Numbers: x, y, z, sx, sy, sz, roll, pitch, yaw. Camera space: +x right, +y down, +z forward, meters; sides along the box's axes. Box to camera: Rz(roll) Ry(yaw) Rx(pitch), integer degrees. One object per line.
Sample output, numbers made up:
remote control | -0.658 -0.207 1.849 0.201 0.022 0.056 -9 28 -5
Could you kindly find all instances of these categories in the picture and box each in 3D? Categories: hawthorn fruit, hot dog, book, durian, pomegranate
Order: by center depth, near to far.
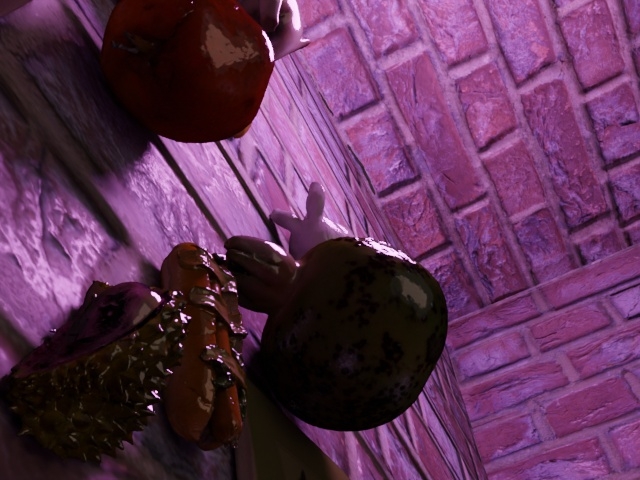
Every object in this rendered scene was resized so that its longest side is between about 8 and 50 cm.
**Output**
durian | -0.148 0.097 0.542 0.119 0.108 0.187 62 12 -15
hot dog | -0.123 0.108 0.737 0.109 0.072 0.270 50 18 -46
book | -0.009 0.343 0.856 0.352 0.035 0.239 55 14 -41
hawthorn fruit | -0.183 -0.227 0.862 0.211 0.211 0.299 66 22 2
pomegranate | -0.002 0.103 0.938 0.340 0.285 0.285 30 22 -13

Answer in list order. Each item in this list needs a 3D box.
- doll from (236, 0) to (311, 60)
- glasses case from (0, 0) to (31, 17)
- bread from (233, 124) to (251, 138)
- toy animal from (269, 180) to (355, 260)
doll | -0.178 -0.569 1.542 0.371 0.214 0.226 59 -3 -18
glasses case | -0.333 -0.345 0.537 0.336 0.143 0.076 51 18 -48
bread | -0.161 -0.252 1.340 0.082 0.056 0.115 60 12 -20
toy animal | -0.003 -0.003 1.367 0.193 0.127 0.179 40 26 -63
